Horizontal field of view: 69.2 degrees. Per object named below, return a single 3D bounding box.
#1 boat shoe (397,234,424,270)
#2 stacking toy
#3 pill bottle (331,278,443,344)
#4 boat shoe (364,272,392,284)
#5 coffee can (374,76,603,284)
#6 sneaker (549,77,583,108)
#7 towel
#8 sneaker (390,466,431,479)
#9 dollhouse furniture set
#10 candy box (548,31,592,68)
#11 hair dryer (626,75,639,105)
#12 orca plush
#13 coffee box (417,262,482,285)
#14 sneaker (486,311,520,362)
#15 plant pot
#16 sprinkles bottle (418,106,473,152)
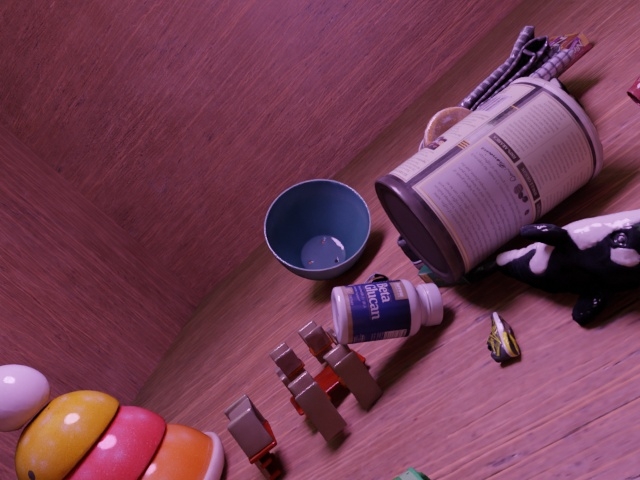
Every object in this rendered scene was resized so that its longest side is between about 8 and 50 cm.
[{"bbox_3d":[0.259,-0.077,0.992,0.306,0.105,0.113,-51,13,-22],"label":"boat shoe"},{"bbox_3d":[-0.466,0.422,0.918,0.350,0.480,0.351,-44,12,12],"label":"stacking toy"},{"bbox_3d":[0.107,0.113,0.756,0.169,0.094,0.094,-6,10,-7],"label":"pill bottle"},{"bbox_3d":[0.128,0.099,0.954,0.066,0.066,0.183,-46,12,-4],"label":"boat shoe"},{"bbox_3d":[0.255,-0.092,0.731,0.275,0.202,0.201,-36,12,-1],"label":"coffee can"},{"bbox_3d":[0.447,-0.228,0.909,0.118,0.107,0.279,-44,1,36],"label":"sneaker"},{"bbox_3d":[0.428,-0.345,1.095,0.235,0.121,0.283,-42,-8,10],"label":"towel"},{"bbox_3d":[0.073,0.302,0.462,0.123,0.110,0.295,-26,-4,-38],"label":"sneaker"},{"bbox_3d":[-0.030,0.285,0.834,0.259,0.135,0.262,-37,10,-12],"label":"dollhouse furniture set"},{"bbox_3d":[0.627,-0.495,1.245,0.109,0.053,0.187,-42,14,16],"label":"candy box"},{"bbox_3d":[0.575,-0.274,0.637,0.224,0.080,0.293,-53,13,-26],"label":"hair dryer"},{"bbox_3d":[0.282,0.045,0.544,0.287,0.151,0.102,-17,63,61],"label":"orca plush"},{"bbox_3d":[0.267,0.004,0.856,0.184,0.040,0.113,-51,14,-24],"label":"coffee box"},{"bbox_3d":[0.231,0.126,0.608,0.035,0.031,0.083,-41,13,23],"label":"sneaker"},{"bbox_3d":[0.000,0.000,1.332,0.290,0.290,0.195,-51,-23,-21],"label":"plant pot"},{"bbox_3d":[0.296,-0.221,1.090,0.121,0.121,0.355,-44,-4,10],"label":"sprinkles bottle"}]
